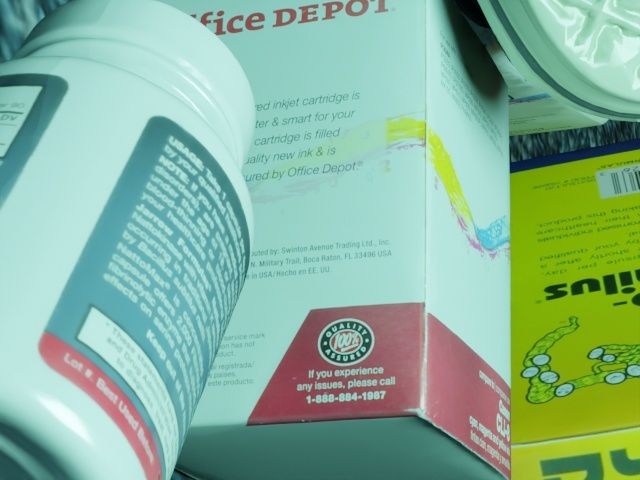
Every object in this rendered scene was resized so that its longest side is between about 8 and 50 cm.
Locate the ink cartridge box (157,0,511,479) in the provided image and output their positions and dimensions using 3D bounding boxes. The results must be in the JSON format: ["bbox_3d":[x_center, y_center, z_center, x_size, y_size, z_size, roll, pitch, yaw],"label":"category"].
[{"bbox_3d":[0.000,0.000,0.699,0.127,0.128,0.176,41,48,-62],"label":"ink cartridge box"}]

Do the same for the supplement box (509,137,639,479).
[{"bbox_3d":[0.208,0.093,1.049,0.356,0.195,0.194,-82,160,-65],"label":"supplement box"}]

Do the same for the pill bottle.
[{"bbox_3d":[-0.078,0.011,0.516,0.180,0.108,0.108,-71,149,-48],"label":"pill bottle"}]

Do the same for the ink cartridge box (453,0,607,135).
[{"bbox_3d":[0.064,-0.168,0.928,0.278,0.117,0.201,9,77,-70],"label":"ink cartridge box"}]

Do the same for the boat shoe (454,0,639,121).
[{"bbox_3d":[0.051,-0.285,0.677,0.156,0.187,0.500,-142,-148,-80],"label":"boat shoe"}]
